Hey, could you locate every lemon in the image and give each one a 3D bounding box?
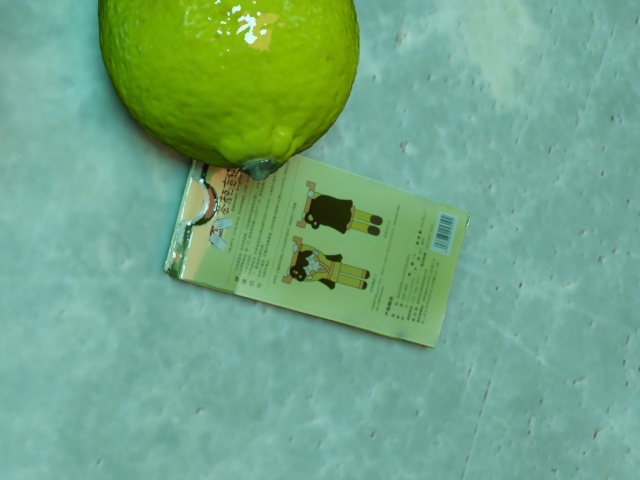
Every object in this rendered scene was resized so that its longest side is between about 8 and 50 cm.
[{"bbox_3d":[-0.038,-0.087,0.535,0.109,0.109,0.133,1,64,-26],"label":"lemon"}]

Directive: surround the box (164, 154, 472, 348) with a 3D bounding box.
[{"bbox_3d":[0.000,0.000,0.610,0.149,0.020,0.073,18,85,-26],"label":"box"}]
